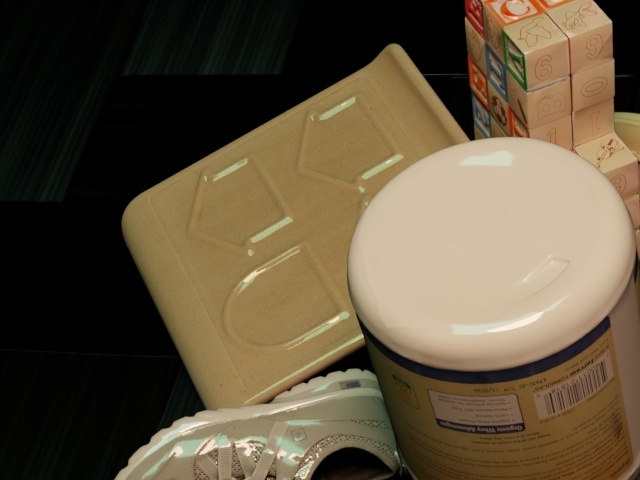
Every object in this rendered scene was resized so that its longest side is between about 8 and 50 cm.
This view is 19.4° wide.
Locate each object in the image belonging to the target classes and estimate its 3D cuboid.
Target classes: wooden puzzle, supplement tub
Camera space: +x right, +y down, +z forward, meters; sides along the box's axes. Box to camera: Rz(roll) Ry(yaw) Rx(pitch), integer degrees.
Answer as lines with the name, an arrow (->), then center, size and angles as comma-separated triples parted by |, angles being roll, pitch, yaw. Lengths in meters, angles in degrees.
wooden puzzle -> 0.000, 0.000, 1.841 | 0.347, 0.080, 0.322 | -33, 46, 2
supplement tub -> 0.159, 0.097, 1.544 | 0.228, 0.316, 0.228 | -9, 46, 9

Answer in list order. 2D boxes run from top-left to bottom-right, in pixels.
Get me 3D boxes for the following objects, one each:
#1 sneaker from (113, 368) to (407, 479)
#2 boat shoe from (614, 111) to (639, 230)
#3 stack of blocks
sneaker -> -0.057, 0.208, 1.655 | 0.281, 0.105, 0.115 | -24, 46, -7
boat shoe -> 0.343, -0.025, 1.754 | 0.302, 0.109, 0.098 | 31, 61, 31
stack of blocks -> 0.212, -0.092, 1.715 | 0.087, 0.297, 0.171 | -21, 44, -12
